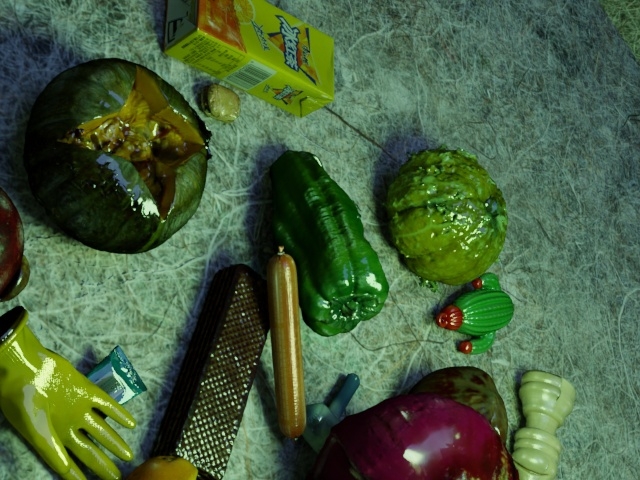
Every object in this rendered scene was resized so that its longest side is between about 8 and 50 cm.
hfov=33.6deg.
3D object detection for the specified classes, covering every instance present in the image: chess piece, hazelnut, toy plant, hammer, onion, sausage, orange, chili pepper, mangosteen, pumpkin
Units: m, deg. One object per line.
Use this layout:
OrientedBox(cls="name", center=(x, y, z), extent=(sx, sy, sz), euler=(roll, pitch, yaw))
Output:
OrientedBox(cls="chess piece", center=(0.480, 0.451, 2.329), extent=(0.139, 0.124, 0.307), euler=(76, 27, -54))
OrientedBox(cls="hazelnut", center=(0.255, 0.350, 2.048), extent=(0.218, 0.218, 0.234), euler=(25, 40, -37))
OrientedBox(cls="toy plant", center=(0.339, 0.171, 2.318), extent=(0.240, 0.088, 0.155), euler=(-39, 117, -40))
OrientedBox(cls="hammer", center=(0.031, 0.312, 1.950), extent=(0.116, 0.069, 0.194), euler=(52, 39, -14))
OrientedBox(cls="onion", center=(0.197, 0.465, 1.751), extent=(0.398, 0.420, 0.398), euler=(-3, 97, -28))
OrientedBox(cls="sausage", center=(-0.059, 0.182, 1.834), extent=(0.053, 0.053, 0.348), euler=(-10, 99, -48))
OrientedBox(cls="orange", center=(0.282, -0.056, 2.259), extent=(0.300, 0.223, 0.301), euler=(51, 43, -25))
OrientedBox(cls="chili pepper", center=(-0.010, 0.005, 1.952), extent=(0.167, 0.213, 0.385), euler=(-6, 46, -17))
OrientedBox(cls="mangosteen", center=(-0.494, 0.016, 1.447), extent=(0.257, 0.215, 0.215), euler=(52, 32, -65))
OrientedBox(cls="pumpkin", center=(-0.322, -0.134, 1.682), extent=(0.320, 0.192, 0.320), euler=(20, 61, -41))

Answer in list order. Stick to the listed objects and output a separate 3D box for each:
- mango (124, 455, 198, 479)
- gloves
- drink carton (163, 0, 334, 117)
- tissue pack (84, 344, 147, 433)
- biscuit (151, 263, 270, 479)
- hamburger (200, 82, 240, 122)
OrientedBox(cls="mango", center=(-0.259, 0.419, 1.569), extent=(0.141, 0.102, 0.217), euler=(82, 26, -60))
OrientedBox(cls="gloves", center=(-0.374, 0.239, 1.527), extent=(0.133, 0.116, 0.294), euler=(-44, 111, -17))
OrientedBox(cls="drink carton", center=(-0.129, -0.378, 2.052), extent=(0.351, 0.111, 0.155), euler=(20, 59, -39))
OrientedBox(cls="tissue pack", center=(-0.339, 0.232, 1.612), extent=(0.138, 0.028, 0.085), euler=(-36, 103, -26))
OrientedBox(cls="biscuit", center=(-0.170, 0.215, 1.776), extent=(0.107, 0.073, 0.388), euler=(40, 49, -29))
OrientedBox(cls="hamburger", center=(-0.187, -0.258, 1.988), extent=(0.083, 0.044, 0.076), euler=(17, 63, -39))
